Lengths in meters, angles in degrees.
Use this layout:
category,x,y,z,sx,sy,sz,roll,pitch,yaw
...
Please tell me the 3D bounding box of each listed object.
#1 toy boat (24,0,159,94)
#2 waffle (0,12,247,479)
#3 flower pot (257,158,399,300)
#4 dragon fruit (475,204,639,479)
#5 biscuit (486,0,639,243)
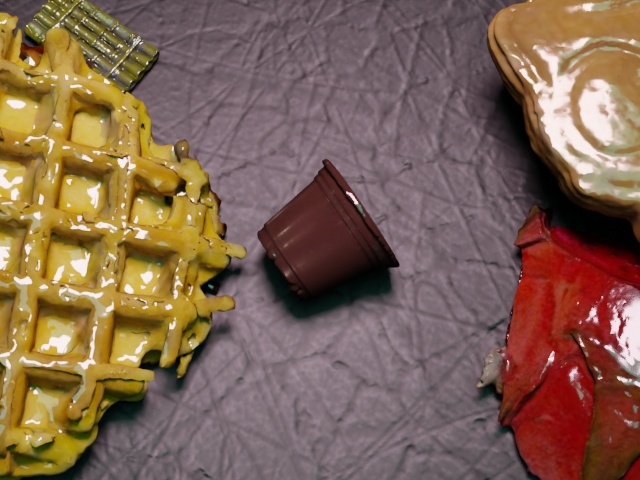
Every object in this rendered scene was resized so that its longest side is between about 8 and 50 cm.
category,x,y,z,sx,sy,sz,roll,pitch,yaw
toy boat,-0.209,-0.181,1.255,0.115,0.016,0.063,35,74,8
waffle,-0.275,0.000,1.142,0.379,0.095,0.382,-41,86,-21
flower pot,0.000,0.000,1.167,0.089,0.111,0.111,-34,76,-1
dragon fruit,0.307,0.128,1.141,0.343,0.100,0.282,15,76,3
biscuit,0.298,-0.144,1.160,0.269,0.051,0.376,-22,73,-8
